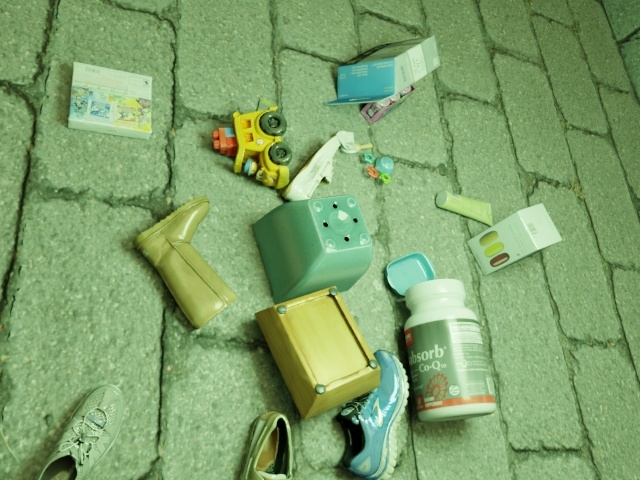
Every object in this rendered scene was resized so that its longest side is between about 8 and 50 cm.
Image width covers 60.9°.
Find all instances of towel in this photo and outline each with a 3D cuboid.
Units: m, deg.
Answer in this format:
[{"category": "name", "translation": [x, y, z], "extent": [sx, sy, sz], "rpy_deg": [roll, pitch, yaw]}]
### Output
[{"category": "towel", "translation": [-0.169, -0.403, 1.702], "extent": [0.060, 0.009, 0.083], "rpy_deg": [16, 60, -20]}]

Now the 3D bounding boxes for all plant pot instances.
[{"category": "plant pot", "translation": [0.000, 0.000, 1.454], "extent": [0.247, 0.252, 0.247], "rpy_deg": [-9, 71, -31]}]

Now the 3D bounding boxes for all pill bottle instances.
[{"category": "pill bottle", "translation": [0.347, 0.306, 1.517], "extent": [0.210, 0.210, 0.363], "rpy_deg": [5, 65, -25]}]

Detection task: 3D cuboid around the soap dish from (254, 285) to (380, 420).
[{"category": "soap dish", "translation": [-0.001, 0.261, 1.345], "extent": [0.229, 0.118, 0.291], "rpy_deg": [-14, 63, -31]}]

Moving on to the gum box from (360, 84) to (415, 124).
[{"category": "gum box", "translation": [0.230, -0.482, 1.887], "extent": [0.188, 0.107, 0.062], "rpy_deg": [-38, 88, -35]}]

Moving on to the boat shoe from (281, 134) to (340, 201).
[{"category": "boat shoe", "translation": [-0.008, -0.204, 1.645], "extent": [0.096, 0.098, 0.277], "rpy_deg": [40, 63, -8]}]

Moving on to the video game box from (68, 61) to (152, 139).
[{"category": "video game box", "translation": [-0.560, -0.373, 1.462], "extent": [0.205, 0.048, 0.187], "rpy_deg": [5, 63, -25]}]

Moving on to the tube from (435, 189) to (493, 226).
[{"category": "tube", "translation": [0.511, -0.115, 1.897], "extent": [0.240, 0.062, 0.070], "rpy_deg": [13, 105, -27]}]

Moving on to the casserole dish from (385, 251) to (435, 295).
[{"category": "casserole dish", "translation": [0.272, 0.105, 1.677], "extent": [0.188, 0.037, 0.114], "rpy_deg": [-20, 78, -32]}]

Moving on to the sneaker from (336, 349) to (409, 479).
[{"category": "sneaker", "translation": [0.129, 0.433, 1.394], "extent": [0.147, 0.130, 0.330], "rpy_deg": [23, 59, -19]}]

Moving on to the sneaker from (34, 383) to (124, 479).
[{"category": "sneaker", "translation": [-0.478, 0.421, 1.090], "extent": [0.105, 0.115, 0.281], "rpy_deg": [29, 57, -13]}]

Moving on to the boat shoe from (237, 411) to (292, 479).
[{"category": "boat shoe", "translation": [-0.126, 0.541, 1.225], "extent": [0.113, 0.103, 0.302], "rpy_deg": [13, 62, -22]}]

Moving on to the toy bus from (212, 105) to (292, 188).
[{"category": "toy bus", "translation": [-0.197, -0.257, 1.549], "extent": [0.211, 0.149, 0.220], "rpy_deg": [-8, 73, -16]}]

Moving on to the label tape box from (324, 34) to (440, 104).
[{"category": "label tape box", "translation": [0.198, -0.565, 1.816], "extent": [0.347, 0.249, 0.115], "rpy_deg": [-37, 121, -36]}]

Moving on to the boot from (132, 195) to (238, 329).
[{"category": "boot", "translation": [-0.304, 0.051, 1.378], "extent": [0.236, 0.089, 0.269], "rpy_deg": [-39, 89, -24]}]

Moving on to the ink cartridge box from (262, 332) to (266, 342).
[{"category": "ink cartridge box", "translation": [-0.097, 0.225, 1.433], "extent": [0.115, 0.029, 0.063], "rpy_deg": [-9, 72, -31]}]

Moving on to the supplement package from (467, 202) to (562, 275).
[{"category": "supplement package", "translation": [0.629, 0.002, 1.784], "extent": [0.133, 0.244, 0.139], "rpy_deg": [-15, 74, -33]}]

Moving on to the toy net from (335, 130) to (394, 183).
[{"category": "toy net", "translation": [0.138, -0.270, 1.781], "extent": [0.232, 0.045, 0.122], "rpy_deg": [29, 59, -11]}]
